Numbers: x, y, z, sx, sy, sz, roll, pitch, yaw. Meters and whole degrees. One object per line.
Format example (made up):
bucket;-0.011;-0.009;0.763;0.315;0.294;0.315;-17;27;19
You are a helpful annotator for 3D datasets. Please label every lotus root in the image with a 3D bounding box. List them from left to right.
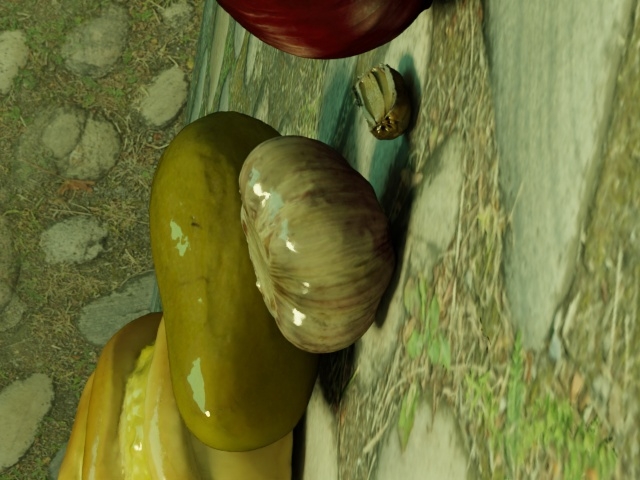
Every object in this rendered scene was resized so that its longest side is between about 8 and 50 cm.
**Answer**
lotus root;0.050;-0.101;0.917;0.037;0.030;0.083;-44;30;18

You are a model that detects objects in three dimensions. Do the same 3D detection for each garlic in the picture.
garlic;0.000;0.000;0.916;0.147;0.102;0.159;163;91;-75

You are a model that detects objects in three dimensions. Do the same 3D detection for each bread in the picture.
bread;-0.137;0.199;1.193;0.270;0.211;0.316;118;153;-58

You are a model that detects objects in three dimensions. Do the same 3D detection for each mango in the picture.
mango;-0.065;0.034;1.066;0.195;0.142;0.332;50;-152;-54

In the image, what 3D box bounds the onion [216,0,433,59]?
onion;-0.030;-0.256;0.822;0.273;0.285;0.273;5;-90;-66
